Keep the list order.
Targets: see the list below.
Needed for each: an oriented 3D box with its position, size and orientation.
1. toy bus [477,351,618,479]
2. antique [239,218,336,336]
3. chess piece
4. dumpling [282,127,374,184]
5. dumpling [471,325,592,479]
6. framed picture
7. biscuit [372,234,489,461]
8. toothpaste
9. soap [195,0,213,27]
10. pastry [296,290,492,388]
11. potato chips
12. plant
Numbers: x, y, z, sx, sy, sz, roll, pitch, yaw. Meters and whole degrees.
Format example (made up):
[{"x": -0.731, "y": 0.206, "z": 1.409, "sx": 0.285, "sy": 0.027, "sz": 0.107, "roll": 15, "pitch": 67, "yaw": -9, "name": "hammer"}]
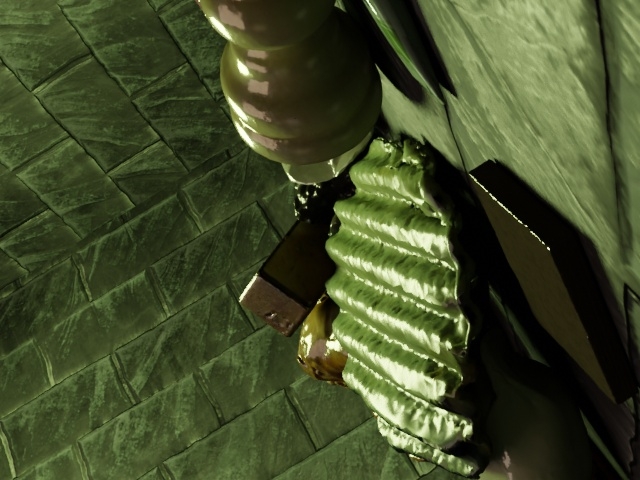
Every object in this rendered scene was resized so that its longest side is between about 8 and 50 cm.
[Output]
[{"x": 0.302, "y": 0.299, "z": 1.085, "sx": 0.093, "sy": 0.092, "sz": 0.409, "roll": 55, "pitch": -178, "yaw": -44, "name": "toy bus"}, {"x": 0.000, "y": 0.000, "z": 1.401, "sx": 0.093, "sy": 0.310, "sz": 0.087, "roll": 35, "pitch": 137, "yaw": 0, "name": "antique"}, {"x": -0.040, "y": -0.220, "z": 0.850, "sx": 0.167, "sy": 0.167, "sz": 0.300, "roll": 58, "pitch": 173, "yaw": 33, "name": "chess piece"}, {"x": -0.011, "y": -0.162, "z": 1.249, "sx": 0.124, "sy": 0.151, "sz": 0.229, "roll": 13, "pitch": -144, "yaw": -35, "name": "dumpling"}, {"x": 0.219, "y": 0.209, "z": 1.012, "sx": 0.162, "sy": 0.132, "sz": 0.250, "roll": -86, "pitch": -23, "yaw": -76, "name": "dumpling"}, {"x": 0.176, "y": 0.031, "z": 0.708, "sx": 0.168, "sy": 0.023, "sz": 0.128, "roll": 58, "pitch": 179, "yaw": -33, "name": "framed picture"}, {"x": 0.113, "y": 0.108, "z": 1.157, "sx": 0.262, "sy": 0.052, "sz": 0.277, "roll": 25, "pitch": 109, "yaw": 61, "name": "biscuit"}, {"x": 0.044, "y": -0.178, "z": 0.678, "sx": 0.197, "sy": 0.029, "sz": 0.048, "roll": 55, "pitch": -177, "yaw": -37, "name": "toothpaste"}, {"x": -0.139, "y": -0.380, "z": 1.147, "sx": 0.220, "sy": 0.127, "sz": 0.325, "roll": 59, "pitch": -179, "yaw": 16, "name": "soap"}, {"x": 0.115, "y": 0.140, "z": 1.379, "sx": 0.255, "sy": 0.311, "sz": 0.162, "roll": 22, "pitch": -112, "yaw": -36, "name": "pastry"}, {"x": 0.088, "y": 0.065, "z": 1.048, "sx": 0.429, "sy": 0.070, "sz": 0.359, "roll": -155, "pitch": 61, "yaw": -72, "name": "potato chips"}, {"x": 0.039, "y": -0.071, "z": 1.322, "sx": 0.131, "sy": 0.142, "sz": 0.203, "roll": 17, "pitch": -131, "yaw": -35, "name": "plant"}]
